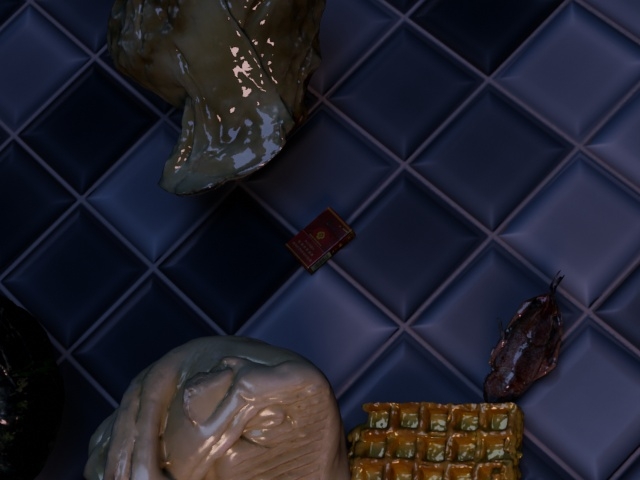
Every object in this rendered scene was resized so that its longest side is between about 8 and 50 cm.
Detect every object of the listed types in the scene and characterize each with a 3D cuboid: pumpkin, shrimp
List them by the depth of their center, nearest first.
[{"bbox_3d":[0.257,0.122,1.971,0.075,0.073,0.190,26,82,-19],"label":"shrimp"},{"bbox_3d":[-0.478,0.210,2.060,0.315,0.238,0.315,-1,83,10],"label":"pumpkin"}]

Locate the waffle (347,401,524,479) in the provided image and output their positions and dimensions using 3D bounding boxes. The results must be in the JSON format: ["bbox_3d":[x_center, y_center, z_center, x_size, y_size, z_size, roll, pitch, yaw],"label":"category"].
[{"bbox_3d":[0.130,0.306,1.926,0.229,0.057,0.219,-3,65,16],"label":"waffle"}]

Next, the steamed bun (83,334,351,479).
[{"bbox_3d":[-0.153,0.268,1.888,0.237,0.346,0.394,40,107,44],"label":"steamed bun"}]

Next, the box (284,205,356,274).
[{"bbox_3d":[0.000,0.000,2.129,0.082,0.023,0.051,-41,62,-4],"label":"box"}]

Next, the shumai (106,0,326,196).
[{"bbox_3d":[-0.116,-0.219,2.103,0.330,0.292,0.288,-39,39,38],"label":"shumai"}]
